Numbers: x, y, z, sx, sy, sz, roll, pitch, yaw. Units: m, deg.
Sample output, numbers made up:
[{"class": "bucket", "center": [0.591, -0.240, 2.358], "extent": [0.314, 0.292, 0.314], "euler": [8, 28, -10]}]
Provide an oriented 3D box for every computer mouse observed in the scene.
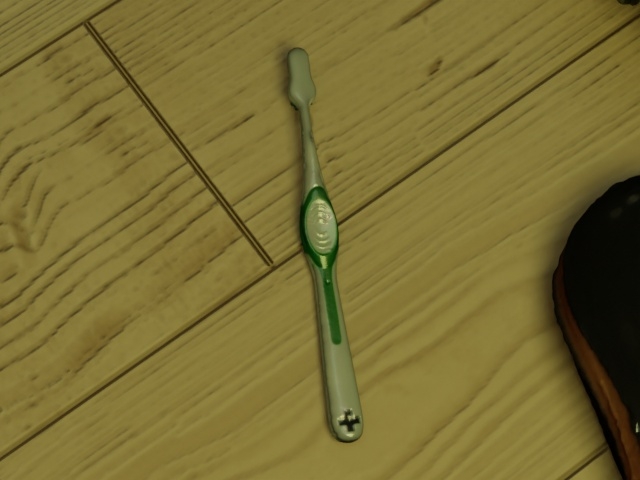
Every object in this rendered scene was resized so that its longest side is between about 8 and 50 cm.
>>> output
[{"class": "computer mouse", "center": [0.275, 0.098, 1.099], "extent": [0.183, 0.116, 0.323], "euler": [-19, 74, -3]}]

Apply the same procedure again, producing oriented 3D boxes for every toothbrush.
[{"class": "toothbrush", "center": [0.000, -0.001, 1.166], "extent": [0.030, 0.030, 0.304], "euler": [-6, 72, -4]}]

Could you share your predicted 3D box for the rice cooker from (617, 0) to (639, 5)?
[{"class": "rice cooker", "center": [0.378, -0.252, 1.110], "extent": [0.335, 0.335, 0.325], "euler": [-41, 77, -14]}]
